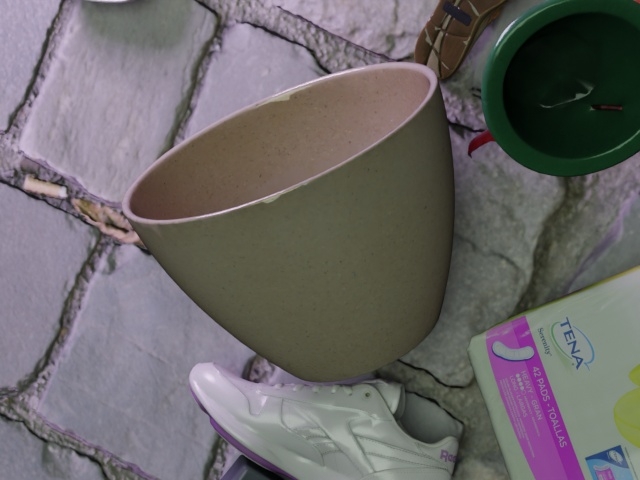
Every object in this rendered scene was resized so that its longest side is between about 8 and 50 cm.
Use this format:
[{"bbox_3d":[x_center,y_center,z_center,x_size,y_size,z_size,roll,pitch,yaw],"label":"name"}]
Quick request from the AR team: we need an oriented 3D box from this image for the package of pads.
[{"bbox_3d":[0.311,0.146,1.387,0.297,0.101,0.229,-23,69,16],"label":"package of pads"}]

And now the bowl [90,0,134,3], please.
[{"bbox_3d":[-0.247,-0.338,1.603,0.142,0.053,0.142,13,95,16],"label":"bowl"}]

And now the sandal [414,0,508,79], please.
[{"bbox_3d":[0.161,-0.246,1.480,0.072,0.049,0.180,42,117,18],"label":"sandal"}]

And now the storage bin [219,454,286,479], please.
[{"bbox_3d":[-0.064,0.298,1.539,0.135,0.098,0.091,34,90,-10],"label":"storage bin"}]

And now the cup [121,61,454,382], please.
[{"bbox_3d":[0.000,0.000,1.421,0.331,0.331,0.237,-16,111,18],"label":"cup"}]

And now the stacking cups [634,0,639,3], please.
[{"bbox_3d":[0.356,-0.137,1.358,0.096,0.096,0.316,-38,92,15],"label":"stacking cups"}]

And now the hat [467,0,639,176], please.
[{"bbox_3d":[0.224,-0.165,1.379,0.209,0.183,0.173,-20,109,7],"label":"hat"}]

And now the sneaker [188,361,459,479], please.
[{"bbox_3d":[0.005,0.194,1.520,0.305,0.114,0.152,29,86,11],"label":"sneaker"}]
